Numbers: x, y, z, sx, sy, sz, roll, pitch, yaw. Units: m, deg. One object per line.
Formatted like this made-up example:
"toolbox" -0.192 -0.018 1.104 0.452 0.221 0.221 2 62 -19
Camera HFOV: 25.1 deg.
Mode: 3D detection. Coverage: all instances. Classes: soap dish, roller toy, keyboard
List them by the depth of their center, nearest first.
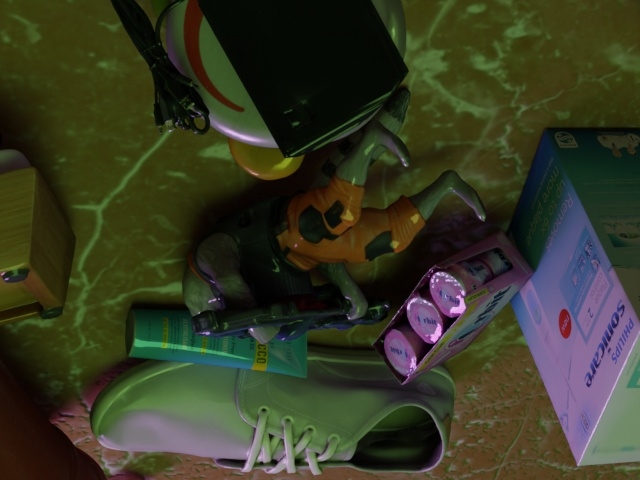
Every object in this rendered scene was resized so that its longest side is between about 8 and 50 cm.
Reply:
"keyboard" -0.083 -0.210 1.162 0.201 0.317 0.033 -29 177 7
"roller toy" -0.024 -0.174 1.243 0.191 0.209 0.146 -24 179 14
"soap dish" -0.381 0.026 1.341 0.290 0.118 0.229 -15 165 -5

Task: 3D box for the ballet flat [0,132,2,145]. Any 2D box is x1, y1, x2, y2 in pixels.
"ballet flat" -0.401 -0.114 1.266 0.095 0.096 0.280 -41 132 21

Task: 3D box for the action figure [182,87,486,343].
"action figure" 0.000 0.000 1.507 0.330 0.179 0.341 -29 165 20

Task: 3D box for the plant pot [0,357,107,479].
"plant pot" -0.396 0.232 1.514 0.272 0.272 0.265 -19 129 2

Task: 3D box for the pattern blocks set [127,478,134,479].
"pattern blocks set" -0.274 0.408 1.855 0.324 0.026 0.285 -9 137 -19

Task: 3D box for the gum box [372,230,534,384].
"gum box" 0.146 0.073 1.589 0.107 0.062 0.188 -25 160 -35

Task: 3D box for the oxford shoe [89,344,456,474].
"oxford shoe" -0.042 0.210 1.683 0.449 0.130 0.169 2 135 -17

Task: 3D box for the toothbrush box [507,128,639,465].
"toothbrush box" 0.307 0.056 1.514 0.126 0.296 0.216 -2 135 -16

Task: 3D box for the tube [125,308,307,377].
"tube" -0.113 0.109 1.606 0.207 0.080 0.052 4 175 -19
